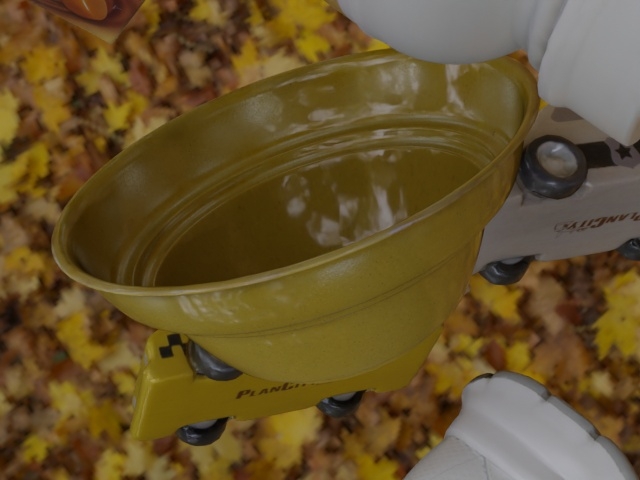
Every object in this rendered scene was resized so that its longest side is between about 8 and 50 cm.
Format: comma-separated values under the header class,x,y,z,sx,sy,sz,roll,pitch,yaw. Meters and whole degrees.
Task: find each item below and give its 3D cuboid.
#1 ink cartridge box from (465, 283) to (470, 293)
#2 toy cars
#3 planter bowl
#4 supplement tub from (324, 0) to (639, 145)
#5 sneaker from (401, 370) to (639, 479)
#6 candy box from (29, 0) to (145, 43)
class,x,y,z,sx,sy,sz,roll,pitch,yaw
ink cartridge box,0.001,0.017,1.072,0.088,0.193,0.234,60,-176,27
toy cars,0.058,0.007,0.790,0.394,0.176,0.087,-29,61,15
planter bowl,0.000,0.000,0.595,0.217,0.217,0.090,7,125,44
supplement tub,0.024,-0.197,0.410,0.316,0.228,0.228,38,139,11
sneaker,0.132,0.177,0.531,0.297,0.129,0.111,36,165,44
candy box,-0.114,-0.178,0.667,0.109,0.053,0.187,26,151,-18
